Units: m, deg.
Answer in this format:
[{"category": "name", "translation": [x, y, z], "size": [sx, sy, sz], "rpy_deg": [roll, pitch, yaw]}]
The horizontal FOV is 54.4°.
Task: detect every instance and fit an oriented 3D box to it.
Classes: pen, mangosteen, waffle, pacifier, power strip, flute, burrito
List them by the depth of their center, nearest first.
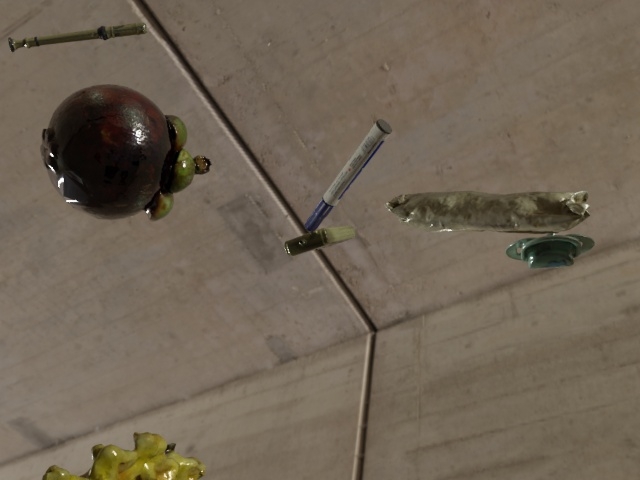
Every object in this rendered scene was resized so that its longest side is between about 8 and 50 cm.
[{"category": "waffle", "translation": [-0.236, 0.305, 0.616], "size": [0.280, 0.060, 0.262], "rpy_deg": [-50, -36, -4]}, {"category": "burrito", "translation": [0.217, -0.037, 0.826], "size": [0.275, 0.082, 0.059], "rpy_deg": [2, -85, 36]}, {"category": "pen", "translation": [0.033, -0.081, 0.844], "size": [0.025, 0.025, 0.204], "rpy_deg": [29, -51, -11]}, {"category": "power strip", "translation": [0.000, 0.000, 1.027], "size": [0.076, 0.169, 0.028], "rpy_deg": [-18, -93, 22]}, {"category": "flute", "translation": [-0.418, -0.354, 1.079], "size": [0.232, 0.027, 0.027], "rpy_deg": [-10, -55, -6]}, {"category": "pacifier", "translation": [0.404, -0.010, 1.106], "size": [0.150, 0.117, 0.127], "rpy_deg": [-7, -20, 22]}, {"category": "mangosteen", "translation": [-0.430, -0.185, 1.328], "size": [0.311, 0.311, 0.311], "rpy_deg": [5, -54, 7]}]
